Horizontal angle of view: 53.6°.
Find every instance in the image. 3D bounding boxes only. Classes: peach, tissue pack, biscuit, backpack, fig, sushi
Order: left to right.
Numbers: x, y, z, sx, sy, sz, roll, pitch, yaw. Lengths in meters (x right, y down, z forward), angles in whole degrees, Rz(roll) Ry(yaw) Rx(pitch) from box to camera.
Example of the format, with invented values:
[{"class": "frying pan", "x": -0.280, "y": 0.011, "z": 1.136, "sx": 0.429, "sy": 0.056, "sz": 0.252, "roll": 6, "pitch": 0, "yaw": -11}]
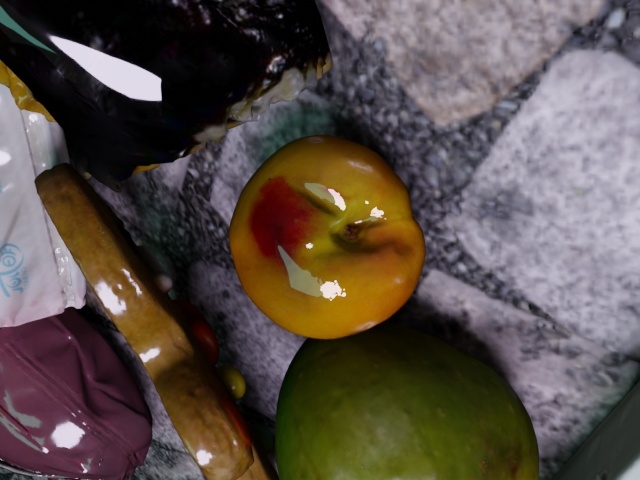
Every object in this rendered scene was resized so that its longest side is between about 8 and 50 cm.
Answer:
[{"class": "tissue pack", "x": -0.294, "y": -0.082, "z": 0.569, "sx": 0.201, "sy": 0.124, "sz": 0.271, "roll": -127, "pitch": 31, "yaw": -49}, {"class": "backpack", "x": -0.343, "y": 0.177, "z": 0.752, "sx": 0.317, "sy": 0.197, "sz": 0.283, "roll": 40, "pitch": 154, "yaw": 3}, {"class": "sushi", "x": -0.128, "y": -0.145, "z": 0.383, "sx": 0.200, "sy": 0.213, "sz": 0.204, "roll": -6, "pitch": 120, "yaw": 43}, {"class": "biscuit", "x": -0.103, "y": 0.120, "z": 0.549, "sx": 0.283, "sy": 0.064, "sz": 0.432, "roll": 31, "pitch": 148, "yaw": 60}, {"class": "peach", "x": 0.000, "y": 0.000, "z": 0.441, "sx": 0.138, "sy": 0.138, "sz": 0.138, "roll": 18, "pitch": 127, "yaw": 27}, {"class": "fig", "x": 0.052, "y": 0.142, "z": 0.468, "sx": 0.191, "sy": 0.180, "sz": 0.181, "roll": 52, "pitch": 140, "yaw": 33}]

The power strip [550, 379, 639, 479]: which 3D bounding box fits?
[{"class": "power strip", "x": 0.220, "y": 0.113, "z": 0.377, "sx": 0.062, "sy": 0.091, "sz": 0.385, "roll": 29, "pitch": 131, "yaw": 15}]
